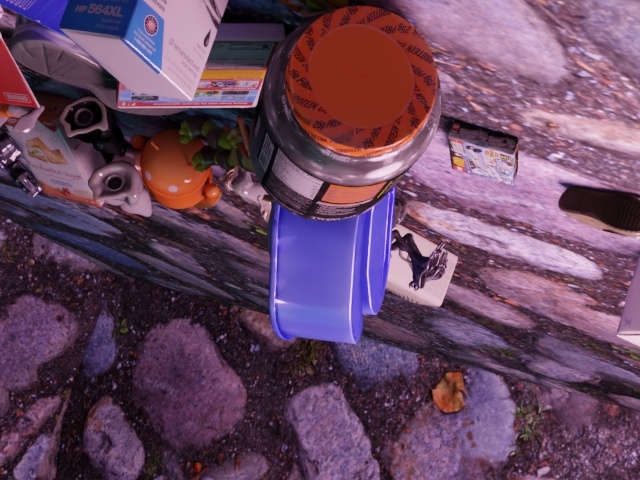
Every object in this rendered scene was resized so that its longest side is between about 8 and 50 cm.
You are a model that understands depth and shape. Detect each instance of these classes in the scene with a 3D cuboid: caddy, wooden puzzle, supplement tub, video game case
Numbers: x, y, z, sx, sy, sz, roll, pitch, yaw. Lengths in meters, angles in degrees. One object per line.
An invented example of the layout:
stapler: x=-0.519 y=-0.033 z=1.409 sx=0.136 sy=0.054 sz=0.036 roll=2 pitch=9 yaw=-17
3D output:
caddy: x=0.000 y=0.000 z=1.973 sx=0.179 sy=0.341 sz=0.241 roll=10 pitch=-156 yaw=17
wooden puzzle: x=-0.025 y=-0.280 z=1.462 sx=0.078 sy=0.014 sz=0.116 roll=27 pitch=167 yaw=-31
supplement tub: x=0.026 y=-0.148 z=1.505 sx=0.207 sy=0.207 sz=0.338 roll=21 pitch=168 yaw=-4
video game case: x=-0.168 y=-0.231 z=1.687 sx=0.204 sy=0.025 sz=0.285 roll=-2 pitch=169 yaw=-11

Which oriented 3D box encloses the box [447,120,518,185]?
box: x=0.227 y=-0.120 z=1.746 sx=0.094 sy=0.027 sz=0.137 roll=16 pitch=168 yaw=12

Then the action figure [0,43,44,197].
action figure: x=-0.535 y=-0.245 z=2.125 sx=0.341 sy=0.178 sz=0.330 roll=52 pitch=162 yaw=-20

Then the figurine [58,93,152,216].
figurine: x=-0.377 y=-0.143 z=2.309 sx=0.092 sy=0.215 sz=0.209 roll=-25 pitch=171 yaw=2

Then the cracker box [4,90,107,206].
cracker box: x=-0.506 y=-0.178 z=2.427 sx=0.155 sy=0.067 sz=0.232 roll=13 pitch=142 yaw=31

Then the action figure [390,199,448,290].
action figure: x=0.093 y=-0.026 z=2.151 sx=0.275 sy=0.141 sz=0.164 roll=31 pitch=180 yaw=21

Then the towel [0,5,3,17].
towel: x=-0.459 y=-0.368 z=1.554 sx=0.144 sy=0.029 sz=0.197 roll=41 pitch=162 yaw=14

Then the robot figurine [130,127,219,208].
robot figurine: x=-0.263 y=-0.131 z=2.285 sx=0.128 sy=0.158 sz=0.219 roll=-17 pitch=171 yaw=-6

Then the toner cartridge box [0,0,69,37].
toner cartridge box: x=-0.297 y=-0.331 z=1.536 sx=0.165 sy=0.075 sz=0.348 roll=26 pitch=167 yaw=-21

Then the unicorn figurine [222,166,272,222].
unicorn figurine: x=-0.101 y=-0.089 z=2.240 sx=0.162 sy=0.111 sz=0.060 roll=21 pitch=168 yaw=-3

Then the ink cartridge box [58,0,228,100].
ink cartridge box: x=-0.164 y=-0.268 z=1.285 sx=0.086 sy=0.203 sz=0.148 roll=12 pitch=166 yaw=27

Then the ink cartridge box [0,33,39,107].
ink cartridge box: x=-0.585 y=-0.304 z=1.892 sx=0.296 sy=0.066 sz=0.261 roll=11 pitch=134 yaw=40

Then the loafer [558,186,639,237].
loafer: x=0.406 y=-0.039 z=1.762 sx=0.148 sy=0.056 sz=0.050 roll=24 pitch=174 yaw=39

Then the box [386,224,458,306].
box: x=0.125 y=0.026 z=2.397 sx=0.275 sy=0.113 sz=0.094 roll=29 pitch=167 yaw=-32

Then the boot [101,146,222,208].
boot: x=-0.383 y=-0.140 z=2.640 sx=0.280 sy=0.096 sz=0.264 roll=20 pitch=164 yaw=-40

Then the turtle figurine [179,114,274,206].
turtle figurine: x=-0.127 y=-0.150 z=2.070 sx=0.217 sy=0.087 sz=0.269 roll=19 pitch=160 yaw=33

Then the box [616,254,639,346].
box: x=0.632 y=0.139 z=1.969 sx=0.311 sy=0.148 sz=0.121 roll=23 pitch=167 yaw=-21

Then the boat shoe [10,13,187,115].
boat shoe: x=-0.303 y=-0.266 z=1.820 sx=0.118 sy=0.103 sz=0.320 roll=-18 pitch=154 yaw=41
